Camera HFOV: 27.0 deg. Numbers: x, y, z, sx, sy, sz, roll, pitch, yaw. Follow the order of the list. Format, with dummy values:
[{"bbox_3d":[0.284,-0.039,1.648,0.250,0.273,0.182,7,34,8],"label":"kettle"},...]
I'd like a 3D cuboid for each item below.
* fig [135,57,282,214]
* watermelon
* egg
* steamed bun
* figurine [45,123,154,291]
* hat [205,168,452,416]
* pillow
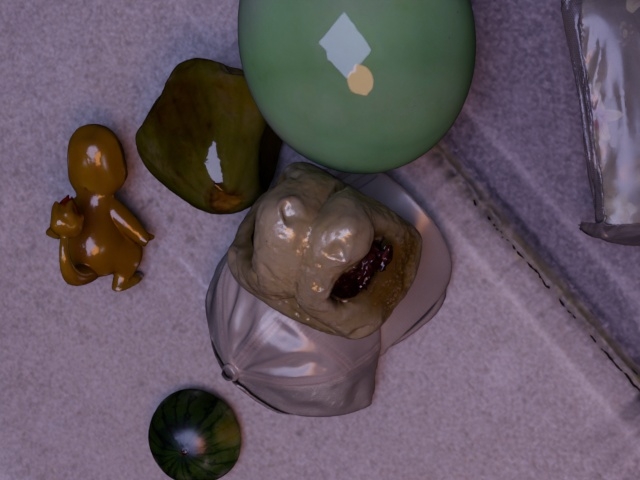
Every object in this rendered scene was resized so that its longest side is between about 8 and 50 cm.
[{"bbox_3d":[-0.102,-0.099,1.327,0.154,0.144,0.165,-9,56,-18],"label":"fig"},{"bbox_3d":[-0.139,0.212,1.409,0.106,0.062,0.105,3,100,19],"label":"watermelon"},{"bbox_3d":[0.032,-0.195,1.240,0.220,0.220,0.269,-17,80,16],"label":"egg"},{"bbox_3d":[0.000,0.000,1.212,0.172,0.155,0.140,27,81,11],"label":"steamed bun"},{"bbox_3d":[-0.242,-0.033,1.382,0.121,0.122,0.176,5,97,17],"label":"figurine"},{"bbox_3d":[0.009,0.048,1.317,0.219,0.164,0.226,46,123,7],"label":"hat"},{"bbox_3d":[0.312,-0.121,1.254,0.169,0.059,0.255,-7,93,1],"label":"pillow"}]
